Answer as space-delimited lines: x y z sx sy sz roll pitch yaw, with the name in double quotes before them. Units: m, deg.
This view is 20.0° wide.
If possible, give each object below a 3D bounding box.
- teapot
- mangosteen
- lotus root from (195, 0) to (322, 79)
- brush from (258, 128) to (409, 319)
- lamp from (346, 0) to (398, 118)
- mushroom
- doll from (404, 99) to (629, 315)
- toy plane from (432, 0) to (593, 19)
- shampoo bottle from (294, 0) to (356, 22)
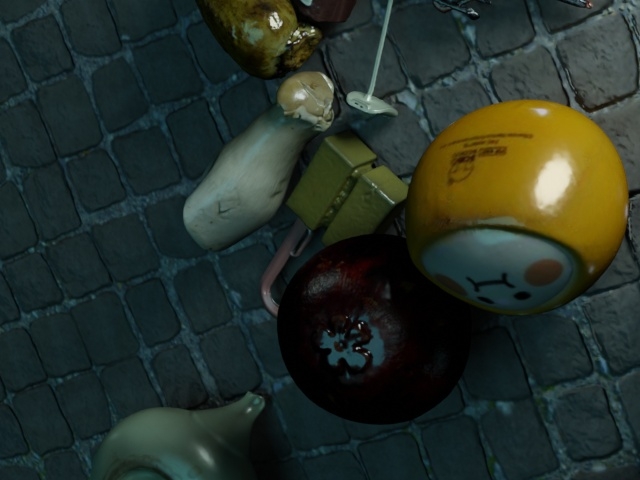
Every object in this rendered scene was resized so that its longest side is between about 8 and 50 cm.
"teapot" -0.132 0.335 2.076 0.220 0.149 0.318 -15 97 31
"mangosteen" 0.058 0.087 1.818 0.210 0.210 0.210 13 114 31
"lotus root" -0.082 -0.244 1.867 0.094 0.108 0.190 -41 67 -4
"brush" 0.000 0.000 1.926 0.103 0.047 0.233 44 128 14
"lamp" 0.073 -0.218 1.809 0.050 0.056 0.198 25 108 29
"mushroom" -0.057 -0.082 1.902 0.225 0.116 0.093 -42 84 25
"doll" 0.198 -0.016 1.708 0.213 0.213 0.236 2 150 35
"toy plane" 0.166 -0.254 1.703 0.189 0.061 0.130 30 121 24
"shampoo bottle" 0.038 -0.325 1.766 0.068 0.067 0.236 38 126 20
